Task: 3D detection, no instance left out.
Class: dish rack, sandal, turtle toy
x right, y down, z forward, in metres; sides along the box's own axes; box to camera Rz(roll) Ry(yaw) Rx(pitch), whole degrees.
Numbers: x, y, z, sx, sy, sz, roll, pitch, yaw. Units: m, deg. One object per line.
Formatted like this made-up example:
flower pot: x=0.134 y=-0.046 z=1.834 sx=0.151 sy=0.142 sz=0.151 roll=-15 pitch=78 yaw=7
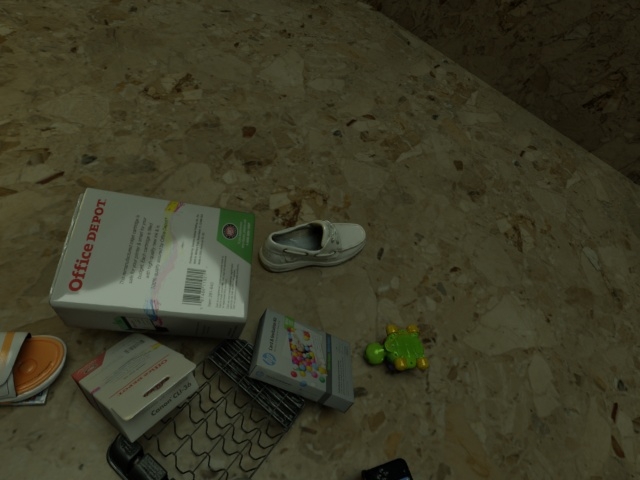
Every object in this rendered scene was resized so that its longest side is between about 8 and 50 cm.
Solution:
dish rack: x=-0.164 y=0.295 z=0.672 sx=0.208 sy=0.074 sz=0.271 roll=40 pitch=48 yaw=9
sandal: x=-0.516 y=0.181 z=0.593 sx=0.265 sy=0.076 sz=0.102 roll=-2 pitch=55 yaw=-24
turtle toy: x=0.154 y=0.225 z=0.857 sx=0.130 sy=0.066 sz=0.095 roll=4 pitch=53 yaw=-19

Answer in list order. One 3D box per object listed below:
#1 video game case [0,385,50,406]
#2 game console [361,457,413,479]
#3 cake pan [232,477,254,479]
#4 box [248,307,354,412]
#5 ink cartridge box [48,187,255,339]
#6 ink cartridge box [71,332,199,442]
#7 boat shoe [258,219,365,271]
video game case: x=-0.482 y=0.209 z=0.645 sx=0.122 sy=0.011 sz=0.087 roll=5 pitch=52 yaw=-18
game console: x=0.128 y=0.433 z=0.671 sx=0.124 sy=0.085 sz=0.144 roll=-5 pitch=57 yaw=-25
cake pan: x=-0.105 y=0.437 z=0.473 sx=0.054 sy=0.293 sz=0.293 roll=-15 pitch=52 yaw=12
box: x=-0.030 y=0.213 z=0.762 sx=0.186 sy=0.038 sz=0.145 roll=25 pitch=27 yaw=-13
ink cartridge box: x=-0.260 y=0.045 z=0.700 sx=0.278 sy=0.117 sz=0.202 roll=8 pitch=60 yaw=-16
ink cartridge box: x=-0.266 y=0.213 z=0.619 sx=0.198 sy=0.067 sz=0.115 roll=6 pitch=32 yaw=44
boat shoe: x=0.000 y=0.000 z=0.951 sx=0.277 sy=0.096 sz=0.098 roll=-14 pitch=60 yaw=-31
